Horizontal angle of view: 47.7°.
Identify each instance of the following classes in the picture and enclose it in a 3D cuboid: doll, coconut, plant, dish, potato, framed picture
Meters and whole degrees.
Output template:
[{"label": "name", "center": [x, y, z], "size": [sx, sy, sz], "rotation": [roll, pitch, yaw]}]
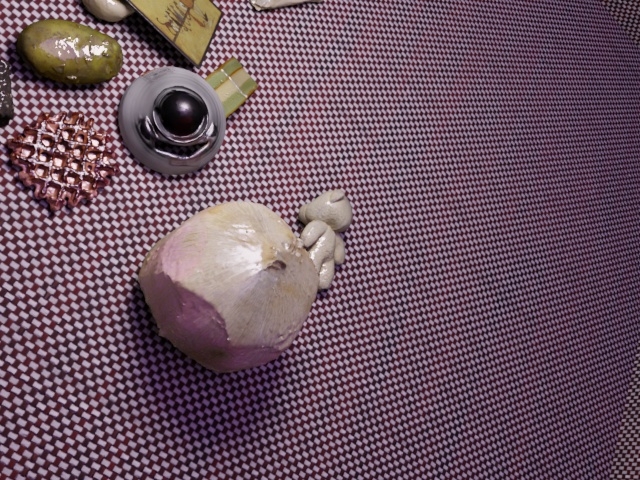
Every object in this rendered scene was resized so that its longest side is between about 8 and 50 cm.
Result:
[{"label": "doll", "center": [-0.003, -0.002, 2.006], "size": [0.149, 0.175, 0.278], "rotation": [12, 76, 8]}, {"label": "coconut", "center": [-0.190, 0.096, 1.679], "size": [0.404, 0.404, 0.405], "rotation": [10, 71, -33]}, {"label": "plant", "center": [-0.740, -0.342, 1.556], "size": [0.142, 0.131, 0.203], "rotation": [-11, 93, -35]}, {"label": "dish", "center": [-0.350, -0.305, 1.787], "size": [0.273, 0.133, 0.274], "rotation": [1, 87, -25]}, {"label": "potato", "center": [-0.590, -0.443, 1.706], "size": [0.251, 0.113, 0.150], "rotation": [-3, 86, -27]}, {"label": "framed picture", "center": [-0.402, -0.635, 1.875], "size": [0.338, 0.014, 0.255], "rotation": [41, 43, -31]}]

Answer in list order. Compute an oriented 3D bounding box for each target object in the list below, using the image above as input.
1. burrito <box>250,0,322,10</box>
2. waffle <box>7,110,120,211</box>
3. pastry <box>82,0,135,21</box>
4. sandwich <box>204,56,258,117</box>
[{"label": "burrito", "center": [-0.091, -0.733, 2.168], "size": [0.275, 0.059, 0.082], "rotation": [-19, 74, -37]}, {"label": "waffle", "center": [-0.586, -0.190, 1.673], "size": [0.234, 0.055, 0.221], "rotation": [-40, 103, -31]}, {"label": "pastry", "center": [-0.526, -0.625, 1.812], "size": [0.156, 0.092, 0.157], "rotation": [9, 74, -35]}, {"label": "sandwich", "center": [-0.267, -0.405, 1.982], "size": [0.117, 0.144, 0.187], "rotation": [49, 19, -14]}]
